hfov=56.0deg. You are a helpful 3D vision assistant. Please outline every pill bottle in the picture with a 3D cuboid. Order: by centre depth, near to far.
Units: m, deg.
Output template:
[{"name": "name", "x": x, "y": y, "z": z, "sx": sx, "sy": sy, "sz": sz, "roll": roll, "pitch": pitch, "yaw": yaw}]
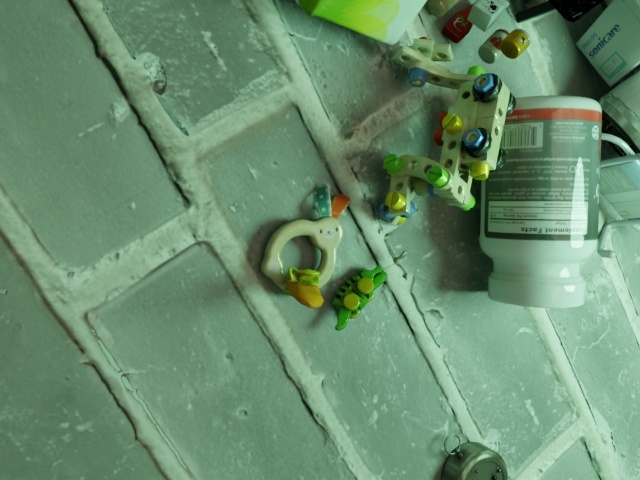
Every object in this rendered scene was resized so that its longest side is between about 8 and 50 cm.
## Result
[{"name": "pill bottle", "x": 0.400, "y": -0.070, "z": 1.110, "sx": 0.210, "sy": 0.210, "sz": 0.363, "roll": -2, "pitch": 95, "yaw": -25}]

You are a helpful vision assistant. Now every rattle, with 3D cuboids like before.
[{"name": "rattle", "x": 0.000, "y": 0.000, "z": 0.971, "sx": 0.130, "sy": 0.143, "sz": 0.200, "roll": 42, "pitch": 82, "yaw": -2}]

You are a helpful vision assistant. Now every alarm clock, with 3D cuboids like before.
[{"name": "alarm clock", "x": 0.296, "y": 0.454, "z": 1.178, "sx": 0.129, "sy": 0.064, "sz": 0.192, "roll": -40, "pitch": 105, "yaw": -17}]

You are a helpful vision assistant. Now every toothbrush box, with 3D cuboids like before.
[{"name": "toothbrush box", "x": 0.689, "y": -0.465, "z": 1.175, "sx": 0.295, "sy": 0.216, "sz": 0.126, "roll": -33, "pitch": 82, "yaw": -8}]

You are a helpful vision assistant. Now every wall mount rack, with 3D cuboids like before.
[{"name": "wall mount rack", "x": 0.632, "y": -0.063, "z": 1.158, "sx": 0.350, "sy": 0.304, "sz": 0.130, "roll": 37, "pitch": 67, "yaw": -26}]

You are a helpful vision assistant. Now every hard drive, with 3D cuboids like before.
[{"name": "hard drive", "x": 0.456, "y": -0.454, "z": 1.153, "sx": 0.094, "sy": 0.135, "sz": 0.022, "roll": -25, "pitch": 105, "yaw": -21}]

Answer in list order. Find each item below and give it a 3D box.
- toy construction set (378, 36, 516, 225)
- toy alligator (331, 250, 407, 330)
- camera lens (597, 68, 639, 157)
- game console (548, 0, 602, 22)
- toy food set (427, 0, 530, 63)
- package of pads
[{"name": "toy construction set", "x": 0.205, "y": -0.188, "z": 1.031, "sx": 0.151, "sy": 0.215, "sz": 0.328, "roll": 9, "pitch": 84, "yaw": -47}, {"name": "toy alligator", "x": 0.075, "y": 0.075, "z": 1.057, "sx": 0.051, "sy": 0.056, "sz": 0.190, "roll": 37, "pitch": 74, "yaw": 19}, {"name": "camera lens", "x": 0.716, "y": -0.266, "z": 1.194, "sx": 0.274, "sy": 0.219, "sz": 0.219, "roll": -39, "pitch": 112, "yaw": 20}, {"name": "game console", "x": 0.516, "y": -0.566, "z": 1.079, "sx": 0.361, "sy": 0.044, "sz": 0.213, "roll": -37, "pitch": 83, "yaw": -7}, {"name": "toy food set", "x": 0.286, "y": -0.419, "z": 1.080, "sx": 0.232, "sy": 0.111, "sz": 0.104, "roll": 41, "pitch": 74, "yaw": 11}, {"name": "package of pads", "x": 0.110, "y": -0.454, "z": 0.897, "sx": 0.229, "sy": 0.101, "sz": 0.296, "roll": -2, "pitch": 137, "yaw": -51}]
